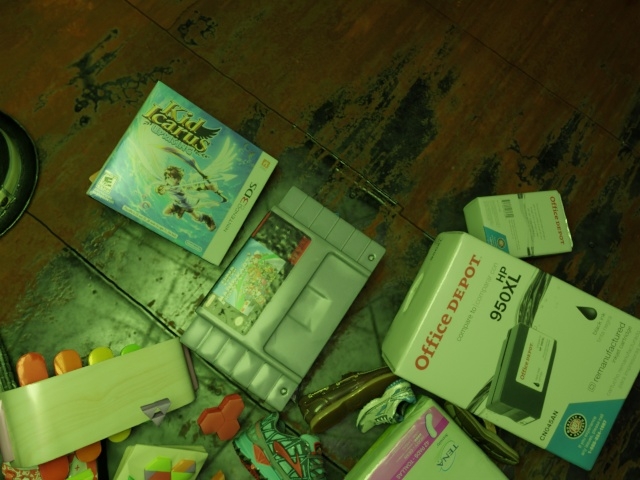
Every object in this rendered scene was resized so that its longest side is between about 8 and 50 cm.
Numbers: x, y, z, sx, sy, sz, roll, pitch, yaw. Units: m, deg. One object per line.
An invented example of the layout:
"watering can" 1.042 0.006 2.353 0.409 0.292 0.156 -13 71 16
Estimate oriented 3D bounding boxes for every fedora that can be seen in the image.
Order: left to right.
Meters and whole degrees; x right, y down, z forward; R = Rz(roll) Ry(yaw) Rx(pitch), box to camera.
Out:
"fedora" -0.701 -0.129 0.881 0.333 0.152 0.334 2 75 -8

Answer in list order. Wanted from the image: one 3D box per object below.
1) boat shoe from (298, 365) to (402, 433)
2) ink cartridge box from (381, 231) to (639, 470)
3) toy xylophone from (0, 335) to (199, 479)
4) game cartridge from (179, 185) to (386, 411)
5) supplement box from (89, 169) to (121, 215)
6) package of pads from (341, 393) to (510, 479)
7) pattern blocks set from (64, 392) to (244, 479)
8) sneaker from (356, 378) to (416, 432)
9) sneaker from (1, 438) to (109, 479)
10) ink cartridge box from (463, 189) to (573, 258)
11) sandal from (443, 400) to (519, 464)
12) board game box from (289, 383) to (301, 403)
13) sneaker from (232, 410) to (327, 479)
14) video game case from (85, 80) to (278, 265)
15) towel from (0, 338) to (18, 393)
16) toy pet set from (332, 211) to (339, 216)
"boat shoe" 0.057 0.285 0.937 0.206 0.073 0.073 -20 40 -19
"ink cartridge box" 0.355 0.193 0.926 0.394 0.166 0.286 26 89 -1
"toy xylophone" -0.344 0.283 0.804 0.322 0.081 0.236 -3 78 -36
"game cartridge" -0.065 0.096 0.904 0.230 0.068 0.355 35 76 -3
"supplement box" -0.335 -0.154 0.985 0.233 0.080 0.078 -40 86 -14
"package of pads" 0.176 0.470 0.891 0.296 0.101 0.229 -43 85 -16
"pattern blocks set" -0.266 0.397 0.769 0.285 0.026 0.325 10 101 -40
"sneaker" 0.123 0.321 0.918 0.135 0.052 0.058 -46 50 10
"sneaker" -0.439 0.412 0.818 0.144 0.090 0.270 -8 74 -10
"ink cartridge box" 0.427 -0.026 1.069 0.190 0.082 0.140 -5 77 -11
"sandal" 0.316 0.367 0.960 0.180 0.072 0.049 39 58 1
"board game box" -0.085 0.177 0.947 0.194 0.060 0.194 31 73 0
"sneaker" -0.034 0.391 0.836 0.261 0.104 0.125 33 61 33
"video game case" -0.254 -0.121 0.937 0.269 0.061 0.244 32 79 -21
"towel" -0.657 0.223 0.813 0.235 0.121 0.284 -26 75 -6
"toy pet set" 0.000 0.000 1.019 0.122 0.065 0.114 -4 111 -7
